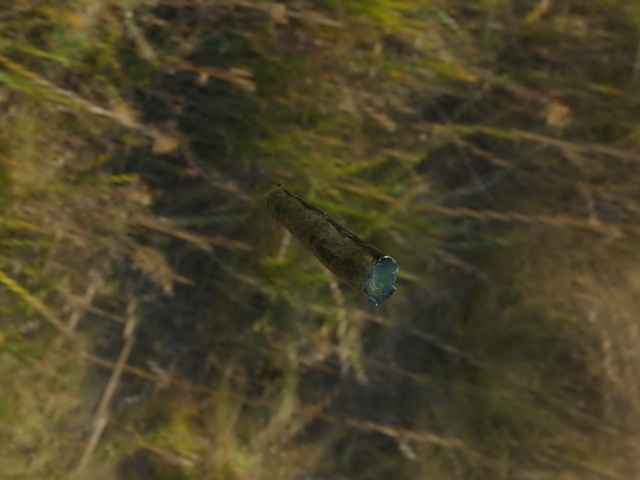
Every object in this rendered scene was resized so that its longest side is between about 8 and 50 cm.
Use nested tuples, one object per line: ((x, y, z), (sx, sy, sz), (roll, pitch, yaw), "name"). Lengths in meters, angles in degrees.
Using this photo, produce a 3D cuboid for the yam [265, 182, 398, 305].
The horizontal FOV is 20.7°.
((0.000, 0.000, 1.072), (0.027, 0.129, 0.033), (2, 110, -36), "yam")
